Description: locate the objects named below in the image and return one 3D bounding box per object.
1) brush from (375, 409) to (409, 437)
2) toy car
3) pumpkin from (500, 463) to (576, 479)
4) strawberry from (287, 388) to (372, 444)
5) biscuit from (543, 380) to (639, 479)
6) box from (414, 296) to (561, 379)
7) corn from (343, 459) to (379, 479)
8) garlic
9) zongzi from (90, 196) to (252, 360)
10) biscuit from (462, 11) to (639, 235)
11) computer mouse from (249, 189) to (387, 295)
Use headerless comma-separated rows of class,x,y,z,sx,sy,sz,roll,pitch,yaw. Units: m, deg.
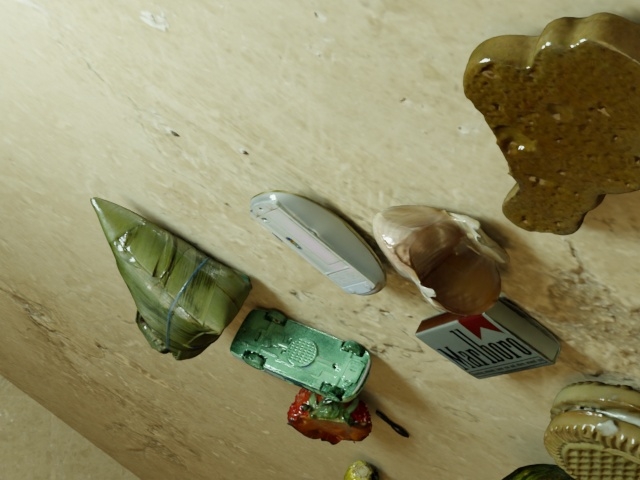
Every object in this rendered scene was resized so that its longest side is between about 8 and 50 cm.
brush,0.121,0.312,1.899,0.083,0.008,0.024,42,156,-24
toy car,-0.027,0.181,1.721,0.224,0.090,0.076,20,157,21
pumpkin,0.382,0.451,1.623,0.320,0.192,0.320,30,172,5
strawberry,0.022,0.283,1.864,0.192,0.085,0.140,23,148,-38
biscuit,0.404,0.273,1.424,0.259,0.079,0.259,26,157,12
box,0.208,0.125,1.415,0.115,0.036,0.177,36,155,-12
corn,0.078,0.484,2.202,0.072,0.072,0.203,25,154,13
garlic,0.134,0.027,1.250,0.174,0.099,0.124,45,166,-30
zongzi,-0.263,0.062,1.722,0.274,0.125,0.251,35,148,-5
biscuit,0.213,-0.095,0.986,0.183,0.047,0.320,24,155,20
computer mouse,0.001,-0.002,1.398,0.199,0.045,0.102,38,155,-16
